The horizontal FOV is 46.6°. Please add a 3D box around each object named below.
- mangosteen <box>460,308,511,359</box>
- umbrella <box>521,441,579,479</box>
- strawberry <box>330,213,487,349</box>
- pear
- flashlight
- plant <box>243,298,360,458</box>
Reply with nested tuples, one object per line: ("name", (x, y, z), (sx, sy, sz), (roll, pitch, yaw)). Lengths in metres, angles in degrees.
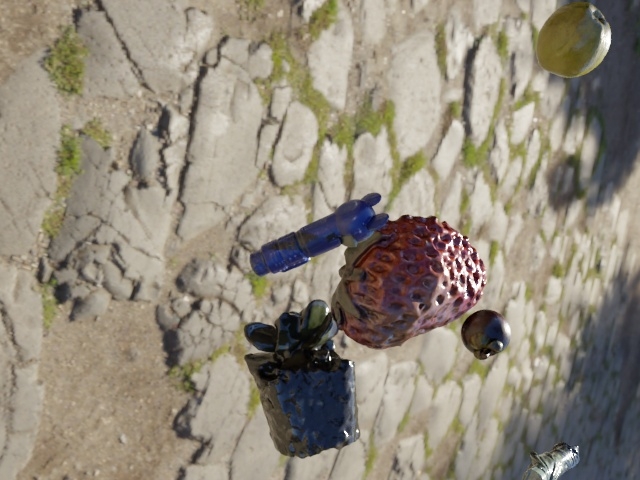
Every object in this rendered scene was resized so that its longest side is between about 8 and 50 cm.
("mangosteen", (0.268, 0.151, 1.193), (0.081, 0.081, 0.081), (-27, 124, -51))
("umbrella", (0.337, 0.335, 1.104), (0.188, 0.050, 0.046), (2, 116, -56))
("strawberry", (0.181, 0.091, 1.321), (0.336, 0.149, 0.265), (-1, 125, -35))
("pear", (0.545, -0.431, 1.596), (0.149, 0.149, 0.162), (-53, 179, -33))
("flashlight", (0.000, 0.000, 0.614), (0.035, 0.121, 0.057), (60, 9, -30))
("plant", (-0.029, 0.256, 1.399), (0.199, 0.188, 0.276), (-10, 83, -16))
